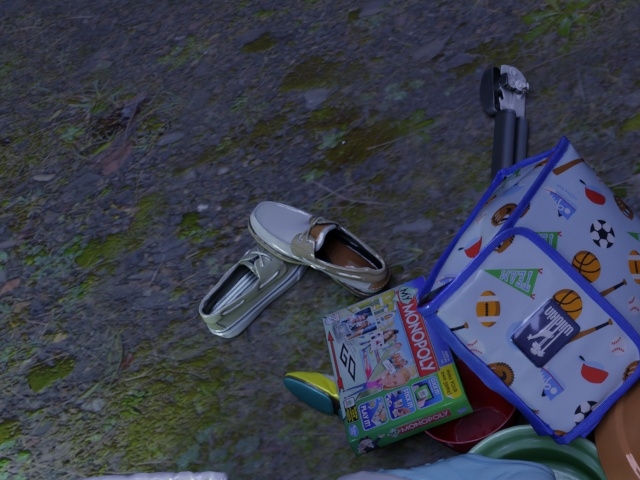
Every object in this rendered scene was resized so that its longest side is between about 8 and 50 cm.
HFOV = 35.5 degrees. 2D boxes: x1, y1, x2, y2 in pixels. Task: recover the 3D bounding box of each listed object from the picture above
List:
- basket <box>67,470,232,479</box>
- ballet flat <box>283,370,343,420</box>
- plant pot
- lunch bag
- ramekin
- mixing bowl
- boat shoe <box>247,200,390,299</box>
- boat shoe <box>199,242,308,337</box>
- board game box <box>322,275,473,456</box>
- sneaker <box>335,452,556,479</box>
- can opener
[{"bbox_3d":[-0.268,0.583,1.688,0.328,0.266,0.331,-8,63,16],"label":"basket"},{"bbox_3d":[0.042,0.292,1.836,0.231,0.077,0.077,28,56,25],"label":"ballet flat"},{"bbox_3d":[0.590,0.287,1.490,0.291,0.203,0.291,10,52,-14],"label":"plant pot"},{"bbox_3d":[0.365,0.082,1.588,0.328,0.239,0.385,44,59,-6],"label":"lunch bag"},{"bbox_3d":[0.353,0.460,1.596,0.303,0.148,0.303,-8,64,16],"label":"ramekin"},{"bbox_3d":[0.263,0.300,1.716,0.181,0.098,0.181,-17,38,14],"label":"mixing bowl"},{"bbox_3d":[0.000,0.000,1.910,0.302,0.103,0.113,26,66,8],"label":"boat shoe"},{"bbox_3d":[-0.117,0.064,1.975,0.109,0.094,0.302,35,80,29],"label":"boat shoe"},{"bbox_3d":[0.128,0.215,1.781,0.213,0.046,0.317,-24,37,8],"label":"board game box"},{"bbox_3d":[0.193,0.396,1.544,0.366,0.150,0.135,-1,110,29],"label":"sneaker"},{"bbox_3d":[0.365,-0.220,1.966,0.093,0.074,0.280,-25,51,47],"label":"can opener"}]
